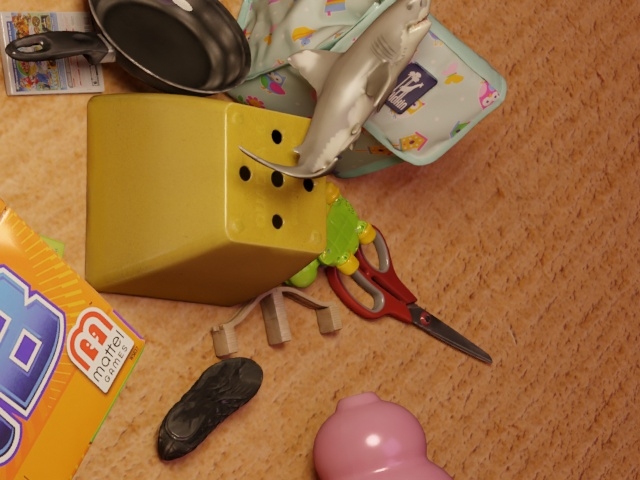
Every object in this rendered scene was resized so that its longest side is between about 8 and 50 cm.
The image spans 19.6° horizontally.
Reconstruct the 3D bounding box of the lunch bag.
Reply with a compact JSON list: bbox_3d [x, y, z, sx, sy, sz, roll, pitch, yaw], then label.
[{"bbox_3d":[0.052,-0.192,2.085,0.223,0.262,0.160,37,59,-35],"label":"lunch bag"}]

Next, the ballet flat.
[{"bbox_3d":[-0.122,0.178,2.011,0.057,0.049,0.173,43,44,10],"label":"ballet flat"}]

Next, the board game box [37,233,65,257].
[{"bbox_3d":[-0.341,0.023,1.812,0.181,0.043,0.092,21,68,-40],"label":"board game box"}]

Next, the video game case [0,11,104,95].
[{"bbox_3d":[-0.281,-0.196,1.932,0.122,0.011,0.087,-7,88,-45],"label":"video game case"}]

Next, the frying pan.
[{"bbox_3d":[-0.186,-0.192,1.926,0.197,0.053,0.326,37,36,-3],"label":"frying pan"}]

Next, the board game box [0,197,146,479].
[{"bbox_3d":[-0.437,0.125,1.477,0.356,0.356,0.357,47,53,-30],"label":"board game box"}]

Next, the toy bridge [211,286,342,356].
[{"bbox_3d":[-0.052,0.086,2.099,0.188,0.026,0.063,-9,87,-45],"label":"toy bridge"}]

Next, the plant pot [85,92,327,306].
[{"bbox_3d":[-0.106,-0.051,1.956,0.212,0.187,0.212,9,77,-44],"label":"plant pot"}]

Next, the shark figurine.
[{"bbox_3d":[0.004,-0.148,1.910,0.116,0.166,0.278,34,63,3],"label":"shark figurine"}]

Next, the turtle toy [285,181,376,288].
[{"bbox_3d":[0.000,0.000,2.137,0.095,0.066,0.130,48,53,-26],"label":"turtle toy"}]

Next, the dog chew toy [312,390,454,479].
[{"bbox_3d":[0.081,0.334,2.075,0.206,0.206,0.332,-8,81,-45],"label":"dog chew toy"}]

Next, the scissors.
[{"bbox_3d":[0.110,0.097,2.266,0.297,0.021,0.109,48,51,-29],"label":"scissors"}]
